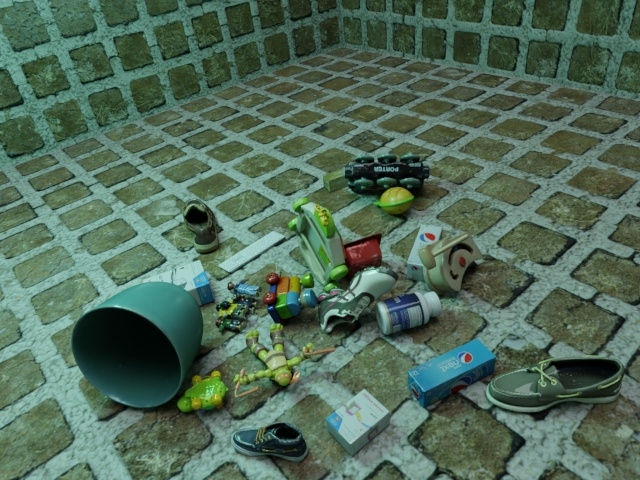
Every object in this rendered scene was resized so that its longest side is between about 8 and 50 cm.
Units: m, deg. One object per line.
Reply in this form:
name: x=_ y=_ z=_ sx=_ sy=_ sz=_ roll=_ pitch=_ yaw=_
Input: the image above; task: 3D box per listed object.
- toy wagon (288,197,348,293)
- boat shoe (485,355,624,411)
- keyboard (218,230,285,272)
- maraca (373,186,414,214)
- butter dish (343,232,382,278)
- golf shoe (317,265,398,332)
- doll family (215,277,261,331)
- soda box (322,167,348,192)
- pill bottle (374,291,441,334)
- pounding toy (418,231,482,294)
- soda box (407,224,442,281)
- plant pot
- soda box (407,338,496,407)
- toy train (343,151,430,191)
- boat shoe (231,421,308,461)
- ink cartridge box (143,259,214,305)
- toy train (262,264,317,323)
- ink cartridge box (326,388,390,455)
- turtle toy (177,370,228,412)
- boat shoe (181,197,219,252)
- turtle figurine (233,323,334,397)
toy wagon: x=0.000 y=0.000 z=1.437 sx=0.068 sy=0.344 sz=0.267 roll=-21 pitch=68 yaw=-20
boat shoe: x=0.540 y=0.323 z=1.114 sx=0.305 sy=0.091 sz=0.109 roll=-6 pitch=36 yaw=3
keyboard: x=-0.243 y=0.037 z=1.716 sx=0.072 sy=0.014 sz=0.256 roll=27 pitch=48 yaw=38
maraca: x=0.276 y=-0.150 z=1.811 sx=0.127 sy=0.099 sz=0.186 roll=-16 pitch=10 yaw=-17
butter dish: x=0.133 y=0.071 z=1.512 sx=0.160 sy=0.160 sz=0.118 roll=-19 pitch=60 yaw=-14
golf shoe: x=0.106 y=0.168 z=1.340 sx=0.273 sy=0.105 sz=0.120 roll=-33 pitch=35 yaw=32
doll family: x=-0.258 y=0.193 z=1.462 sx=0.111 sy=0.076 sz=0.193 roll=4 pitch=33 yaw=23
soda box: x=0.102 y=-0.266 z=2.024 sx=0.181 sy=0.061 sz=0.058 roll=-21 pitch=39 yaw=-18
pill bottle: x=0.244 y=0.196 z=1.340 sx=0.169 sy=0.094 sz=0.094 roll=-14 pitch=36 yaw=-9
pounding toy: x=0.400 y=0.066 z=1.412 sx=0.270 sy=0.154 sz=0.155 roll=-18 pitch=-1 yaw=-40
soda box: x=0.340 y=0.038 z=1.561 sx=0.074 sy=0.069 sz=0.216 roll=9 pitch=40 yaw=21
plant pot: x=-0.444 y=0.241 z=1.260 sx=0.293 sy=0.292 sz=0.235 roll=1 pitch=23 yaw=12
soda box: x=0.320 y=0.322 z=1.176 sx=0.210 sy=0.067 sz=0.071 roll=-20 pitch=38 yaw=-16
toy train: x=0.256 y=-0.258 z=1.888 sx=0.334 sy=0.190 sz=0.142 roll=0 pitch=81 yaw=4
boat shoe: x=-0.120 y=0.440 z=1.083 sx=0.183 sy=0.083 sz=0.065 roll=3 pitch=37 yaw=14
ink cartridge box: x=-0.452 y=0.159 z=1.532 sx=0.191 sy=0.082 sz=0.139 roll=-19 pitch=37 yaw=-17
toy train: x=-0.083 y=0.130 z=1.459 sx=0.143 sy=0.105 sz=0.248 roll=-16 pitch=34 yaw=12
ink cartridge box: x=0.087 y=0.415 z=1.106 sx=0.122 sy=0.052 sz=0.088 roll=-28 pitch=41 yaw=-28
turtle toy: x=-0.293 y=0.389 z=1.200 sx=0.130 sy=0.066 sz=0.095 roll=-12 pitch=36 yaw=-5
boat shoe: x=-0.466 y=-0.091 z=1.838 sx=0.123 sy=0.123 sz=0.342 roll=-16 pitch=37 yaw=-11
turtle figurine: x=-0.106 y=0.308 z=1.260 sx=0.270 sy=0.087 sz=0.217 roll=-25 pitch=31 yaw=-9
